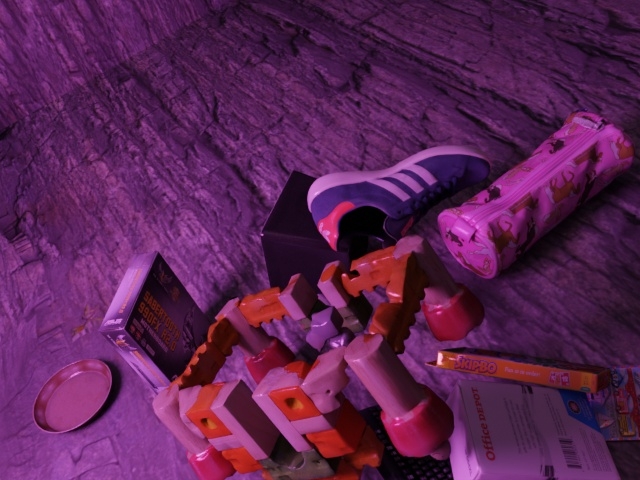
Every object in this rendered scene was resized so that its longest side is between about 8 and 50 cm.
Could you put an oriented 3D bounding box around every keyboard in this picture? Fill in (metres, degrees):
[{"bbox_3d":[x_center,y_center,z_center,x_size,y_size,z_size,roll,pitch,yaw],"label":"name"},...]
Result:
[{"bbox_3d":[0.119,0.341,1.011,0.202,0.033,0.317,-17,26,-16],"label":"keyboard"}]

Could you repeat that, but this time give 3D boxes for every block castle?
[{"bbox_3d":[0.001,0.201,1.042,0.453,0.213,0.303,-21,24,34],"label":"block castle"}]

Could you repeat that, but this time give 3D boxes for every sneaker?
[{"bbox_3d":[0.159,-0.065,1.285,0.350,0.131,0.148,-15,57,-2],"label":"sneaker"}]

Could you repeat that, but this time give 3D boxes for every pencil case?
[{"bbox_3d":[0.400,-0.088,1.309,0.386,0.167,0.160,-37,23,-12],"label":"pencil case"}]

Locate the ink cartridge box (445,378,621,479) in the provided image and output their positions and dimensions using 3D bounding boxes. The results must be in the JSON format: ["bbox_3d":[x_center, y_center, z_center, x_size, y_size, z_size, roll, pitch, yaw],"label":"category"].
[{"bbox_3d":[0.283,0.283,0.973,0.203,0.086,0.148,7,41,-10],"label":"ink cartridge box"}]

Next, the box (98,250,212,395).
[{"bbox_3d":[-0.297,0.163,1.307,0.056,0.231,0.183,-7,43,21],"label":"box"}]

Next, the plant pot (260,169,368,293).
[{"bbox_3d":[0.000,0.000,1.400,0.167,0.188,0.187,12,50,15],"label":"plant pot"}]

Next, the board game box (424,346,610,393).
[{"bbox_3d":[0.304,0.197,1.091,0.259,0.124,0.039,1,85,31],"label":"board game box"}]

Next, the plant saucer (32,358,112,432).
[{"bbox_3d":[-0.484,0.311,1.385,0.168,0.029,0.168,-13,42,12],"label":"plant saucer"}]

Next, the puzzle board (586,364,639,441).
[{"bbox_3d":[0.456,0.244,1.060,0.096,0.011,0.128,-6,43,18],"label":"puzzle board"}]
